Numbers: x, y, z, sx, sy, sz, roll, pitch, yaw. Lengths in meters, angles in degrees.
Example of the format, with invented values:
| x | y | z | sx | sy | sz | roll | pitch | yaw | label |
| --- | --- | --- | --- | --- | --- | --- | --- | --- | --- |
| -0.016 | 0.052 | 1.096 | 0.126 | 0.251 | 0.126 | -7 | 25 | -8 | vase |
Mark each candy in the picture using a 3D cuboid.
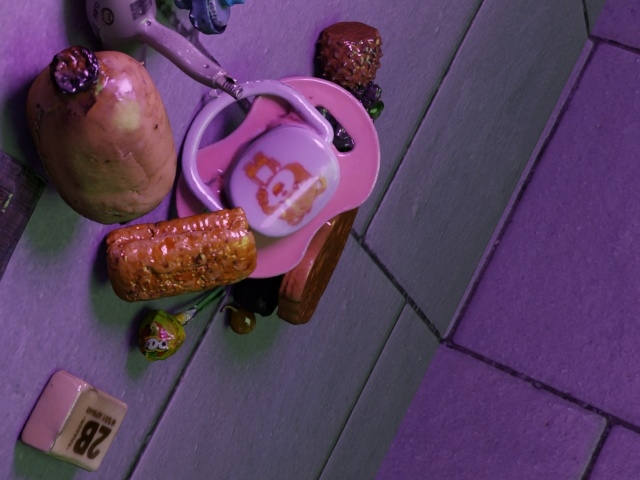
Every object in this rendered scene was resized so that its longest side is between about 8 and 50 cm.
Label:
| x | y | z | sx | sy | sz | roll | pitch | yaw | label |
| --- | --- | --- | --- | --- | --- | --- | --- | --- | --- |
| -0.215 | 0.121 | 2.041 | 0.077 | 0.073 | 0.262 | -56 | 173 | 26 | candy |

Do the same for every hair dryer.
| x | y | z | sx | sy | sz | roll | pitch | yaw | label |
| --- | --- | --- | --- | --- | --- | --- | --- | --- | --- |
| -0.200 | -0.222 | 1.545 | 0.088 | 0.225 | 0.219 | -47 | -176 | -22 | hair dryer |

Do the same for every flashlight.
| x | y | z | sx | sy | sz | roll | pitch | yaw | label |
| --- | --- | --- | --- | --- | --- | --- | --- | --- | --- |
| -0.062 | -0.067 | 2.148 | 0.103 | 0.103 | 0.424 | -23 | 134 | -61 | flashlight |

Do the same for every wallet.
| x | y | z | sx | sy | sz | roll | pitch | yaw | label |
| --- | --- | --- | --- | --- | --- | --- | --- | --- | --- |
| -0.425 | 0.044 | 1.464 | 0.317 | 0.044 | 0.169 | -64 | 158 | -8 | wallet |

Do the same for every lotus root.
| x | y | z | sx | sy | sz | roll | pitch | yaw | label |
| --- | --- | --- | --- | --- | --- | --- | --- | --- | --- |
| -0.261 | -0.130 | 1.519 | 0.160 | 0.146 | 0.284 | -22 | 150 | -6 | lotus root |

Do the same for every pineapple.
| x | y | z | sx | sy | sz | roll | pitch | yaw | label |
| --- | --- | --- | --- | --- | --- | --- | --- | --- | --- |
| 0.045 | -0.256 | 2.180 | 0.111 | 0.119 | 0.237 | -46 | 147 | -46 | pineapple |

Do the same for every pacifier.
| x | y | z | sx | sy | sz | roll | pitch | yaw | label |
| --- | --- | --- | --- | --- | --- | --- | --- | --- | --- |
| -0.066 | -0.098 | 1.931 | 0.332 | 0.220 | 0.273 | -44 | 158 | -1 | pacifier |

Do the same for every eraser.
| x | y | z | sx | sy | sz | roll | pitch | yaw | label |
| --- | --- | --- | --- | --- | --- | --- | --- | --- | --- |
| -0.353 | 0.264 | 1.845 | 0.117 | 0.058 | 0.172 | -62 | 158 | -11 | eraser |

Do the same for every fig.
| x | y | z | sx | sy | sz | roll | pitch | yaw | label |
| --- | --- | --- | --- | --- | --- | --- | --- | --- | --- |
| -0.146 | 0.133 | 2.232 | 0.083 | 0.050 | 0.050 | 42 | 72 | -48 | fig |

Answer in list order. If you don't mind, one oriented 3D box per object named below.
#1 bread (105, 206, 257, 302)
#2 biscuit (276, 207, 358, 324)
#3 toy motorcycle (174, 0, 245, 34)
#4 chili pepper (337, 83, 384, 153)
| x | y | z | sx | sy | sz | roll | pitch | yaw | label |
| --- | --- | --- | --- | --- | --- | --- | --- | --- | --- |
| -0.195 | 0.022 | 1.798 | 0.211 | 0.083 | 0.114 | -13 | 138 | -10 | bread |
| 0.000 | 0.000 | 2.198 | 0.351 | 0.057 | 0.312 | 0 | 111 | -82 | biscuit |
| -0.150 | -0.387 | 1.557 | 0.260 | 0.154 | 0.206 | 68 | 26 | -57 | toy motorcycle |
| 0.045 | -0.170 | 2.316 | 0.257 | 0.074 | 0.100 | -67 | 169 | 12 | chili pepper |
